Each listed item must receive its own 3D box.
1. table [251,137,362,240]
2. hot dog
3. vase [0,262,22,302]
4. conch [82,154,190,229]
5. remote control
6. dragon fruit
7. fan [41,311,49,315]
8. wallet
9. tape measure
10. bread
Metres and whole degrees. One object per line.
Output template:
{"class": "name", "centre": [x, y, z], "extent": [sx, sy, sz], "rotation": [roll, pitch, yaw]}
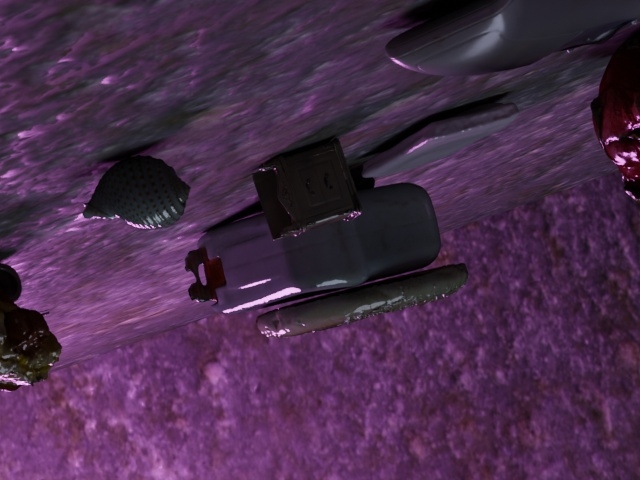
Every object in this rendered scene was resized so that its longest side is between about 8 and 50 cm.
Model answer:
{"class": "table", "centre": [-0.014, -0.048, 1.821], "extent": [0.083, 0.079, 0.062], "rotation": [-18, 176, -12]}
{"class": "hot dog", "centre": [-0.349, 0.088, 1.781], "extent": [0.213, 0.103, 0.146], "rotation": [1, 164, 29]}
{"class": "vase", "centre": [-0.339, 0.059, 1.858], "extent": [0.053, 0.053, 0.100], "rotation": [-16, 169, -44]}
{"class": "conch", "centre": [-0.145, -0.041, 1.487], "extent": [0.085, 0.056, 0.076], "rotation": [9, -164, 4]}
{"class": "remote control", "centre": [0.166, -0.159, 1.428], "extent": [0.109, 0.055, 0.313], "rotation": [-23, 175, 31]}
{"class": "dragon fruit", "centre": [0.400, -0.133, 1.889], "extent": [0.269, 0.198, 0.200], "rotation": [0, -166, -11]}
{"class": "fan", "centre": [-0.416, 0.110, 2.417], "extent": [0.113, 0.005, 0.175], "rotation": [-24, 174, 39]}
{"class": "wallet", "centre": [0.127, -0.109, 2.012], "extent": [0.124, 0.032, 0.183], "rotation": [-18, 177, -26]}
{"class": "tape measure", "centre": [-0.001, 0.001, 2.187], "extent": [0.246, 0.125, 0.243], "rotation": [-14, 180, -33]}
{"class": "bread", "centre": [0.050, 0.073, 2.216], "extent": [0.267, 0.040, 0.267], "rotation": [-14, 179, 0]}
